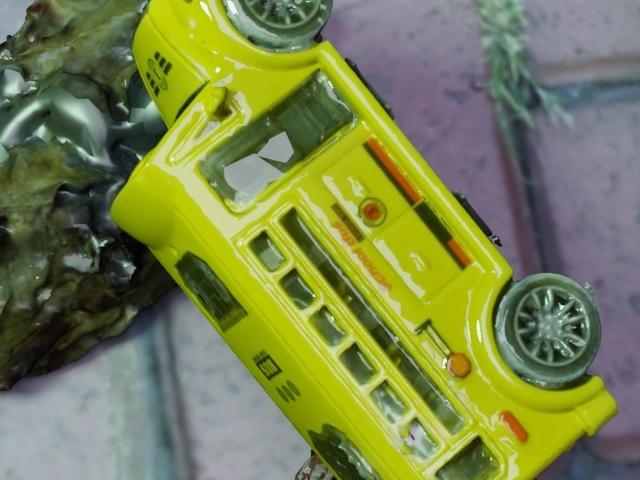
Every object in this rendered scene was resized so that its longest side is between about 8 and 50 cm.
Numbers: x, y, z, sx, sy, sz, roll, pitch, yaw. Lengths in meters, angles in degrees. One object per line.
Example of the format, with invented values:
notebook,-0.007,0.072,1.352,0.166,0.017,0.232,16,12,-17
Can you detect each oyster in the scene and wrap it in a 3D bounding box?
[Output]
oyster,-0.152,-0.061,0.991,0.361,0.096,0.221,-31,73,-16

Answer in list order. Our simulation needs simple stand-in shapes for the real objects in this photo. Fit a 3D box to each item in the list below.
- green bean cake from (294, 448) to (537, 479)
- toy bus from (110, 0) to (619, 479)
green bean cake,0.046,0.165,0.961,0.135,0.056,0.135,27,73,4
toy bus,0.000,0.000,0.885,0.152,0.144,0.330,-39,90,-19
